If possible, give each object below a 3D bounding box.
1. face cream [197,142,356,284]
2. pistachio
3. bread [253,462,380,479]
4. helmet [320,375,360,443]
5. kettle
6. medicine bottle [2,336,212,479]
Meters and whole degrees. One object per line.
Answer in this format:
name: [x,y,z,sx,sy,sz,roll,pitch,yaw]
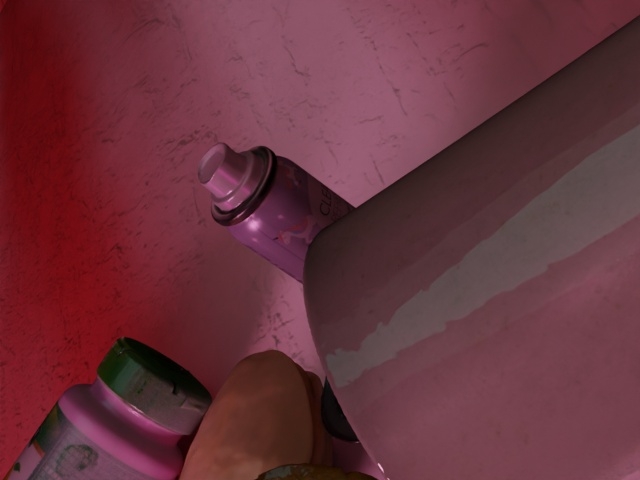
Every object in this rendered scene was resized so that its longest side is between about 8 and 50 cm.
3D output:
face cream: [0.000,0.000,0.951,0.075,0.229,0.075,-34,37,31]
pistachio: [-0.044,0.185,0.947,0.145,0.117,0.200,-13,44,47]
bread: [0.013,0.229,0.782,0.149,0.187,0.065,-63,-8,5]
helmet: [0.060,0.102,0.925,0.098,0.070,0.123,25,88,49]
kettle: [0.221,-0.024,0.711,0.376,0.250,0.361,-37,7,24]
medicine bottle: [-0.217,0.227,1.133,0.274,0.133,0.133,-54,31,0]
